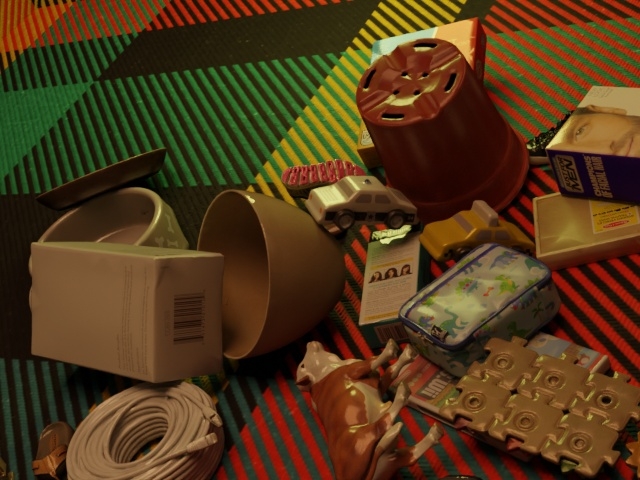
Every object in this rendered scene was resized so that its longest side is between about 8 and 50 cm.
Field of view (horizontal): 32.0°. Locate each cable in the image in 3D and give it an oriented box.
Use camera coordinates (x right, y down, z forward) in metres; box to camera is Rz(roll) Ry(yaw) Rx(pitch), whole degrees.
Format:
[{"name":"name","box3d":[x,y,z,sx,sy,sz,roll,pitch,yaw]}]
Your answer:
[{"name":"cable","box3d":[-0.280,0.331,1.795,0.257,0.089,0.257,-31,33,-8]}]

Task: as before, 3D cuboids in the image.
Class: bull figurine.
[{"name":"bull figurine","box3d":[0.062,0.243,1.658,0.188,0.101,0.310,-40,35,16]}]

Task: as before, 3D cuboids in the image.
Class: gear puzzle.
[{"name":"gear puzzle","box3d":[0.343,0.243,1.510,0.339,0.044,0.175,18,52,34]}]

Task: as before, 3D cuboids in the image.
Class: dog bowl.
[{"name":"dog bowl","box3d":[-0.447,0.021,2.320,0.349,0.102,0.348,-18,34,13]}]

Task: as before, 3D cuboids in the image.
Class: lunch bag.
[{"name":"lunch bag","box3d":[0.240,0.102,1.716,0.219,0.090,0.176,-34,31,-14]}]

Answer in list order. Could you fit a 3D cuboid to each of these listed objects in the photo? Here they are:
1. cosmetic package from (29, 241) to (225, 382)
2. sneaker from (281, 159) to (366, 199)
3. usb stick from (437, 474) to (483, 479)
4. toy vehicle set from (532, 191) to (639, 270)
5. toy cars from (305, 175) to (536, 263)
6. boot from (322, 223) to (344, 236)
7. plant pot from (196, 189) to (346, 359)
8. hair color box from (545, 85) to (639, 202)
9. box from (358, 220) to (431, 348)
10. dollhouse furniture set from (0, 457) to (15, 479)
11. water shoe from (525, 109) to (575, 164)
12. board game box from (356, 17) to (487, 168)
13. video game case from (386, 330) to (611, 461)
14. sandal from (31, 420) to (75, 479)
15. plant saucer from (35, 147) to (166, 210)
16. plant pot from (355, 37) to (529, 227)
[{"name":"cosmetic package","box3d":[-0.349,0.116,1.963,0.156,0.217,0.385,-2,7,-44]},{"name":"sneaker","box3d":[0.007,-0.115,2.238,0.170,0.074,0.063,-5,61,-5]},{"name":"usb stick","box3d":[0.144,0.417,1.430,0.077,0.045,0.278,-1,41,32]},{"name":"toy vehicle set","box3d":[0.485,-0.039,1.835,0.267,0.035,0.166,-13,35,19]},{"name":"toy cars","box3d":[0.170,-0.046,1.869,0.394,0.087,0.176,17,25,17]},{"name":"boot","box3d":[0.000,0.000,2.112,0.114,0.037,0.106,-20,36,2]},{"name":"plant pot","box3d":[-0.069,0.056,1.910,0.191,0.284,0.284,0,21,-30]},{"name":"hair color box","box3d":[0.562,-0.153,1.810,0.339,0.110,0.185,9,48,43]},{"name":"box","box3d":[0.130,0.072,1.898,0.101,0.060,0.244,-13,35,18]},{"name":"dollhouse furniture set","box3d":[-0.543,0.438,1.737,0.161,0.182,0.101,-25,33,2]},{"name":"water shoe","box3d":[0.452,-0.202,2.040,0.203,0.080,0.073,-16,34,15]},{"name":"board game box","box3d":[0.211,-0.304,2.294,0.242,0.064,0.316,-10,50,24]},{"name":"video game case","box3d":[0.258,0.203,1.666,0.204,0.025,0.285,-43,37,-24]},{"name":"sandal","box3d":[-0.447,0.369,1.878,0.090,0.060,0.219,-25,33,2]},{"name":"plant saucer","box3d":[-0.482,-0.130,2.498,0.311,0.050,0.310,-22,3,1]},{"name":"plant pot","box3d":[0.202,-0.199,1.981,0.272,0.265,0.272,-15,49,18]}]
